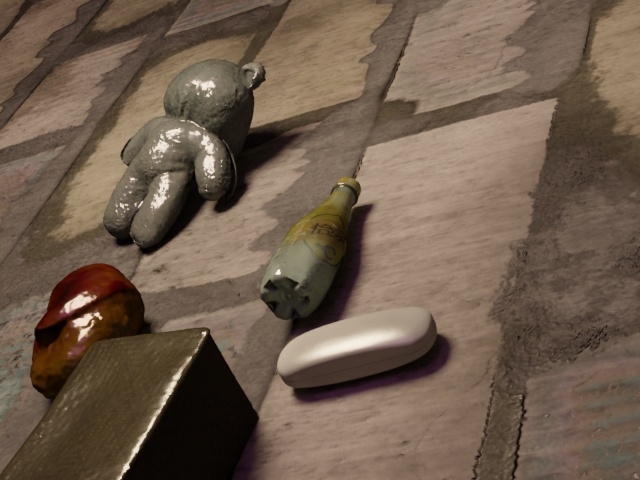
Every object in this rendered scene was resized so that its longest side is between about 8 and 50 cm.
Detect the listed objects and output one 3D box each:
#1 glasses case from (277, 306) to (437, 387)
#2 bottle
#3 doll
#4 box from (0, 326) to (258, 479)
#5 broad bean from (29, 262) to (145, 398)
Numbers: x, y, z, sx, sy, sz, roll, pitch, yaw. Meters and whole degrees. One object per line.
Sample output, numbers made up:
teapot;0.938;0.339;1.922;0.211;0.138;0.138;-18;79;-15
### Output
glasses case;0.040;0.122;1.437;0.193;0.049;0.074;-15;31;20
bottle;0.000;0.000;1.643;0.083;0.083;0.270;-11;28;29
doll;-0.211;-0.132;2.009;0.245;0.158;0.340;12;76;43
box;-0.211;0.238;1.373;0.184;0.143;0.273;-11;32;29
broad bean;-0.317;0.119;1.680;0.156;0.122;0.228;-13;28;22
